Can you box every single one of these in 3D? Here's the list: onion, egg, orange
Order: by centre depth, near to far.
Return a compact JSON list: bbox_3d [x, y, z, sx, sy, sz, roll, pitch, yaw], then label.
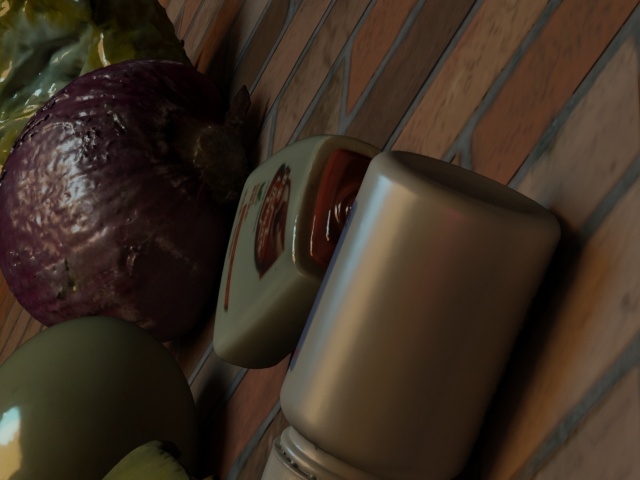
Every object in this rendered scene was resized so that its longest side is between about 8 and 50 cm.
[{"bbox_3d":[-0.187,0.165,1.555,0.241,0.186,0.186,-74,11,-49],"label":"egg"},{"bbox_3d":[-0.231,-0.026,1.795,0.349,0.159,0.267,-26,53,40],"label":"onion"},{"bbox_3d":[-0.241,-0.155,2.030,0.271,0.210,0.368,-36,76,42],"label":"orange"}]

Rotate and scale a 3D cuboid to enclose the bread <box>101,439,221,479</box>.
[{"bbox_3d":[-0.129,0.271,1.269,0.262,0.162,0.204,-50,11,-6],"label":"bread"}]

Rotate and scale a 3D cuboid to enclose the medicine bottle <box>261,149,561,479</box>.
[{"bbox_3d":[0.042,0.057,0.987,0.103,0.103,0.186,-119,48,-71],"label":"medicine bottle"}]

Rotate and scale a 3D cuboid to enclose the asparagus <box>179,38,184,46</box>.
[{"bbox_3d":[-0.230,-0.084,2.265,0.085,0.082,0.343,-30,-25,-52],"label":"asparagus"}]

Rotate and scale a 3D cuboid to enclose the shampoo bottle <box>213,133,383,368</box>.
[{"bbox_3d":[0.000,0.000,1.280,0.284,0.071,0.153,154,131,-73],"label":"shampoo bottle"}]
